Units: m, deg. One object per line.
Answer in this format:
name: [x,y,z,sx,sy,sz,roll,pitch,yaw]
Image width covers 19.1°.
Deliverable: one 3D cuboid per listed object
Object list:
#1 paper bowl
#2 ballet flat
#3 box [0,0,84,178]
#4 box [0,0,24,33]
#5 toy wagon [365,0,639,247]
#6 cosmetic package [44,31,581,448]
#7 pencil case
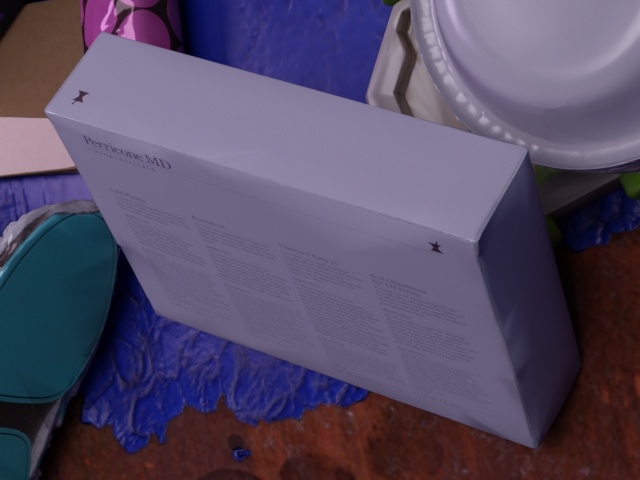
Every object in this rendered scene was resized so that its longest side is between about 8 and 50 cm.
paper bowl: [0.196,-0.192,1.384,0.284,0.148,0.284,1,91,30]
ballet flat: [-0.305,0.141,1.722,0.147,0.147,0.409,23,97,27]
box: [-0.287,-0.140,1.789,0.201,0.021,0.164,-4,84,27]
box: [-0.357,-0.282,1.753,0.165,0.143,0.270,44,101,27]
toy wagon: [0.137,-0.116,1.541,0.344,0.068,0.267,-30,73,23]
cosmetic package: [0.000,0.000,1.483,0.377,0.284,0.097,18,63,27]
pencil case: [-0.175,-0.185,1.699,0.098,0.095,0.209,-12,78,42]
